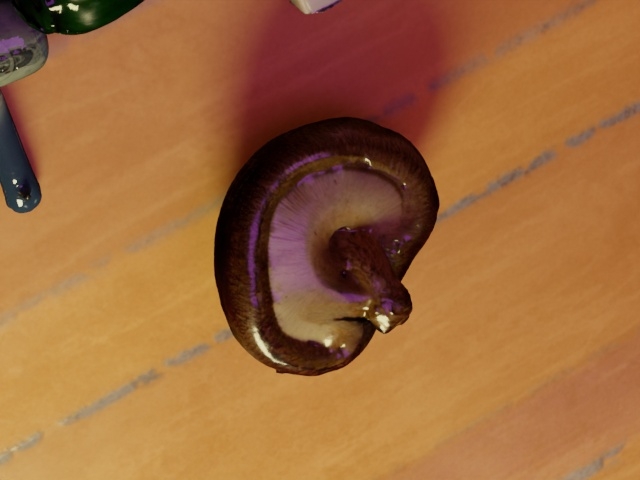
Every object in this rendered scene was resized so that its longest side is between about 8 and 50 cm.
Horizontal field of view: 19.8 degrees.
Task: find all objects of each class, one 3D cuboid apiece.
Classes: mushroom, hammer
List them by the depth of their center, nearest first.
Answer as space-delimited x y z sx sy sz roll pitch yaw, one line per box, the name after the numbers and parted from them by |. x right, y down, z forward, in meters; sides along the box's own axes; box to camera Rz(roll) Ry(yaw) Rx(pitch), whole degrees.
-0.263 -0.102 1.496 0.116 0.069 0.194 -22 126 -11 | hammer
-0.005 -0.002 1.602 0.194 0.138 0.231 38 84 -16 | mushroom

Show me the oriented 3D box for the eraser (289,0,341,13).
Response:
-0.009 -0.305 1.497 0.124 0.068 0.210 -30 119 -4 | eraser

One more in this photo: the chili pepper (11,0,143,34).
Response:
-0.217 -0.243 1.382 0.261 0.165 0.174 -28 152 -16 | chili pepper
